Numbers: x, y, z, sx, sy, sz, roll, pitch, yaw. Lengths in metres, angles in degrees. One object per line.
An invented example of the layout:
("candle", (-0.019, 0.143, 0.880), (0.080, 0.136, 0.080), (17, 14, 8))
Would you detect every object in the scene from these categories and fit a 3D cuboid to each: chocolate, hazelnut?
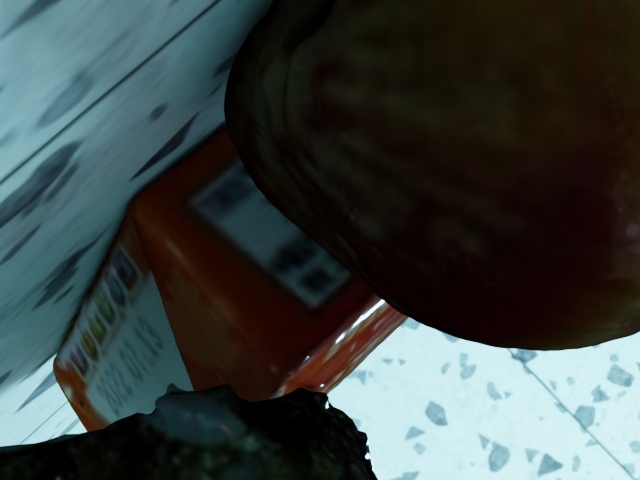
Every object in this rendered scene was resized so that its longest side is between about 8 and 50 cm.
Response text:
("chocolate", (0.000, 0.000, 0.828), (0.237, 0.108, 0.235), (-39, 174, -28))
("hazelnut", (0.057, -0.047, 0.617), (0.178, 0.178, 0.204), (-42, -155, -18))

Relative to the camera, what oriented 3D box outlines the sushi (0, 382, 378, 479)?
("sushi", (-0.111, 0.191, 0.655), (0.348, 0.207, 0.234), (-24, 147, 2))
